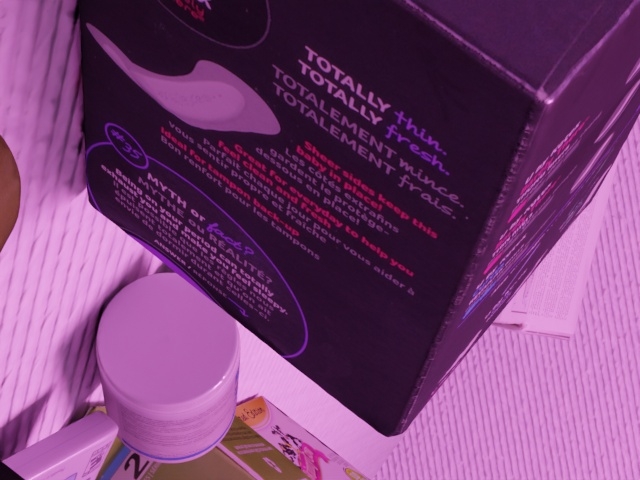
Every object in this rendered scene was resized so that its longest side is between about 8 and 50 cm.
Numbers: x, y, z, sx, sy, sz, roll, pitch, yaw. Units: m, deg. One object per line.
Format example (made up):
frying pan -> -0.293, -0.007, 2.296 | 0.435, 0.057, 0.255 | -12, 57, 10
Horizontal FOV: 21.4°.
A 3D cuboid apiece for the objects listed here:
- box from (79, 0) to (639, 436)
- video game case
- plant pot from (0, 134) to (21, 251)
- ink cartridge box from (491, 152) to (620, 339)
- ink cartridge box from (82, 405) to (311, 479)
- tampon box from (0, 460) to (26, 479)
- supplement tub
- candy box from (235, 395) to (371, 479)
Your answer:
box -> 0.023, -0.071, 0.576 | 0.143, 0.165, 0.270 | -48, 169, -23
video game case -> -0.174, 0.160, 0.804 | 0.157, 0.019, 0.143 | -27, 152, -49
plant pot -> -0.116, -0.006, 0.455 | 0.083, 0.083, 0.079 | -57, 180, 20
ink cartridge box -> 0.129, -0.096, 0.956 | 0.261, 0.066, 0.296 | 14, 90, -71
ink cartridge box -> -0.118, 0.194, 1.003 | 0.189, 0.097, 0.255 | -54, 170, 2
tampon box -> -0.141, 0.143, 0.563 | 0.101, 0.161, 0.120 | -40, 164, -52
supplement tub -> -0.076, 0.066, 0.848 | 0.071, 0.071, 0.107 | -50, 170, -20
candy box -> 0.007, 0.217, 1.238 | 0.071, 0.233, 0.159 | -56, 170, 9
